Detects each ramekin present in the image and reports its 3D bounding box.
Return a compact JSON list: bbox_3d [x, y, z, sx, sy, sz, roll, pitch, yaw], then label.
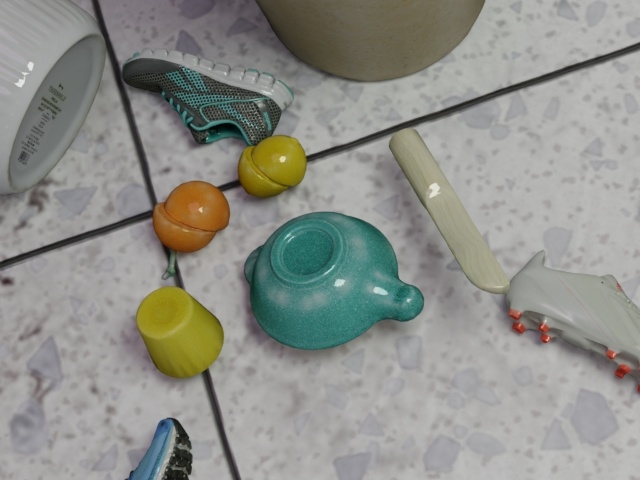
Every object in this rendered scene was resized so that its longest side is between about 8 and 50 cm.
[{"bbox_3d":[-0.281,-0.139,1.362,0.109,0.207,0.207,28,76,7],"label":"ramekin"}]

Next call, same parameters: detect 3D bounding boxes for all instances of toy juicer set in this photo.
[{"bbox_3d":[0.000,0.000,1.334,0.329,0.089,0.209,-11,55,13],"label":"toy juicer set"}]

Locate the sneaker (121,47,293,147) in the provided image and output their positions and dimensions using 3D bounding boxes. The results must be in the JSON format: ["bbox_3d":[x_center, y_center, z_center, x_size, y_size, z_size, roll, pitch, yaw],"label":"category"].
[{"bbox_3d":[-0.112,-0.128,1.406,0.166,0.065,0.076,14,76,15],"label":"sneaker"}]

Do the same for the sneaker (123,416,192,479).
[{"bbox_3d":[-0.166,0.220,1.282,0.073,0.063,0.162,22,74,19],"label":"sneaker"}]

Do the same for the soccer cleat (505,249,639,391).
[{"bbox_3d":[0.250,0.070,1.278,0.196,0.068,0.076,26,72,19],"label":"soccer cleat"}]

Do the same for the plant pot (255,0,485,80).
[{"bbox_3d":[0.031,-0.302,1.318,0.333,0.305,0.334,-2,70,7],"label":"plant pot"}]
